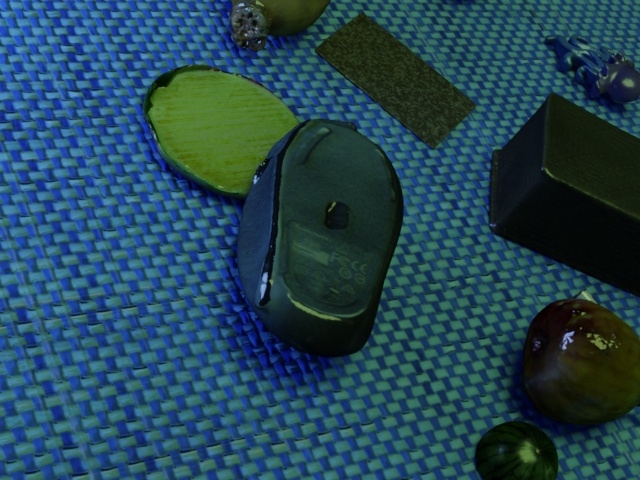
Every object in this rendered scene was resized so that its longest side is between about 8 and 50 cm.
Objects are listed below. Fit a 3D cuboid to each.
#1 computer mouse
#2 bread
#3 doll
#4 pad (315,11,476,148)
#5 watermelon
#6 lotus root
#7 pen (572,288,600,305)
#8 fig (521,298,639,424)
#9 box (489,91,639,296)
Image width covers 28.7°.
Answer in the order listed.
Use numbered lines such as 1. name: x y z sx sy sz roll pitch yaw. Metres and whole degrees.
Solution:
1. computer mouse: -0.003 0.001 1.539 0.203 0.114 0.374 23 44 -9
2. bread: -0.127 -0.142 1.644 0.228 0.033 0.228 17 46 -18
3. doll: 0.467 -0.291 2.101 0.206 0.067 0.110 39 57 19
4. pad: 0.116 -0.246 1.895 0.235 0.003 0.158 40 44 5
5. watermelon: 0.244 0.260 1.503 0.105 0.062 0.105 12 50 -15
6. lotus root: -0.045 -0.393 1.832 0.146 0.131 0.303 31 45 -2
7. pen: 0.426 0.150 1.730 0.025 0.025 0.204 -26 70 -42
8. fig: 0.369 0.184 1.608 0.257 0.159 0.159 36 40 -29
9. box: 0.398 -0.066 1.813 0.273 0.143 0.184 24 45 -13
